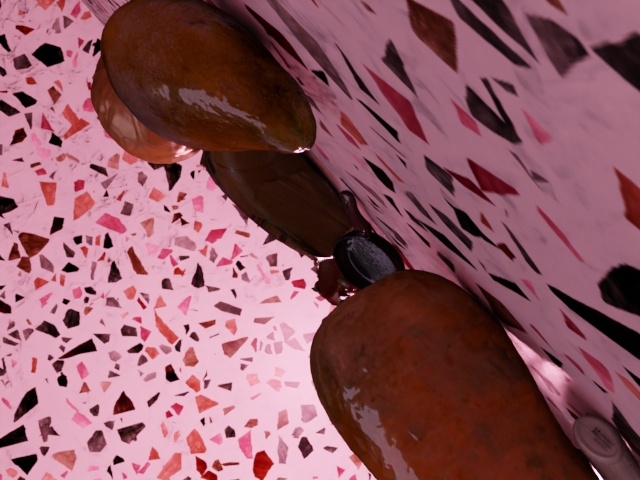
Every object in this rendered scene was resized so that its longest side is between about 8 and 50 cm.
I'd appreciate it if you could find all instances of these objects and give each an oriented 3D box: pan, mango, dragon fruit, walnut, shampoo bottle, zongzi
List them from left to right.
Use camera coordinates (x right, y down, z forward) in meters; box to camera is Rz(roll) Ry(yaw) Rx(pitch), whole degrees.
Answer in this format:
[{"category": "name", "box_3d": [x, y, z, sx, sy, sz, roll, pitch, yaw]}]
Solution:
[{"category": "walnut", "box_3d": [-0.233, -0.210, 1.502, 0.195, 0.195, 0.222, 47, 176, 9]}, {"category": "mango", "box_3d": [-0.119, -0.165, 1.072, 0.316, 0.146, 0.193, 34, 176, 47]}, {"category": "zongzi", "box_3d": [-0.056, -0.086, 1.427, 0.260, 0.123, 0.289, 42, 171, 1]}, {"category": "dragon fruit", "box_3d": [0.053, 0.065, 1.730, 0.175, 0.142, 0.138, 28, 140, 2]}, {"category": "pan", "box_3d": [0.061, -0.001, 1.433, 0.115, 0.040, 0.212, 17, 143, 30]}, {"category": "shampoo bottle", "box_3d": [0.329, 0.257, 1.115, 0.069, 0.041, 0.191, 40, 172, 49]}]

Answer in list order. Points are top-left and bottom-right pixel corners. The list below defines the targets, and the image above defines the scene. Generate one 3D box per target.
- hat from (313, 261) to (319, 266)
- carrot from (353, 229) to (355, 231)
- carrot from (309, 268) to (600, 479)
[{"category": "hat", "box_3d": [0.000, 0.000, 2.176, 0.147, 0.085, 0.175, 31, -170, 39]}, {"category": "carrot", "box_3d": [0.073, 0.018, 1.658, 0.165, 0.035, 0.036, 48, 177, 31]}, {"category": "carrot", "box_3d": [0.143, 0.203, 1.149, 0.341, 0.224, 0.224, 56, 179, 16]}]
